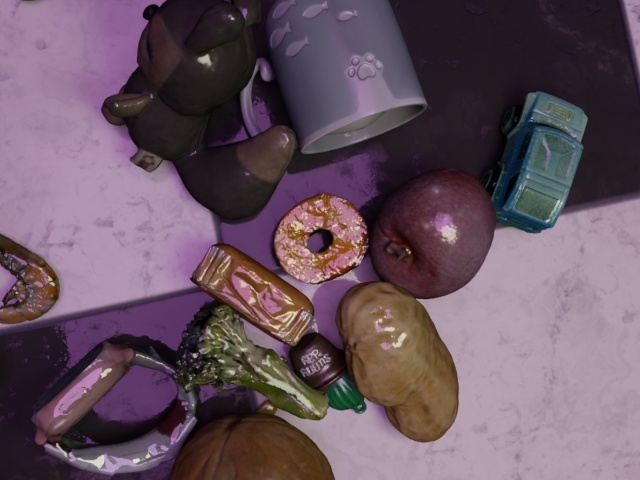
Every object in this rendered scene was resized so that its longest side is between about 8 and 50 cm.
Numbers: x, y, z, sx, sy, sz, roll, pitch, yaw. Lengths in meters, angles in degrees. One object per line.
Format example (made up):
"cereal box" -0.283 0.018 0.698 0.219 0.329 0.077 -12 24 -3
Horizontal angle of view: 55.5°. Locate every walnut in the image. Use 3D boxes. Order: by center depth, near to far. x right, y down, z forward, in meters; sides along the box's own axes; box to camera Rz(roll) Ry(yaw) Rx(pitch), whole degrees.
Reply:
"walnut" -0.115 0.475 1.081 0.332 0.333 0.333 0 87 -9

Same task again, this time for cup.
"cup" -0.004 -0.321 1.173 0.356 0.259 0.275 -18 89 22

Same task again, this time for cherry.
"cherry" 0.221 -0.018 1.174 0.221 0.261 0.307 37 46 10

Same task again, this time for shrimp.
"shrimp" -0.602 0.069 1.142 0.217 0.051 0.150 39 89 -9

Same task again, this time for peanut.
"peanut" 0.154 0.239 1.149 0.387 0.169 0.192 57 50 -28

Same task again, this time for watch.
"watch" -0.362 0.317 1.124 0.253 0.161 0.241 -44 106 -14

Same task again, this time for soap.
"soap" -0.124 0.357 1.217 0.089 0.012 0.034 -45 94 -8

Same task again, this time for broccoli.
"broccoli" -0.120 0.244 1.109 0.304 0.145 0.165 28 51 -4

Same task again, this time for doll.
"doll" -0.181 -0.265 1.110 0.378 0.382 0.252 37 41 -22

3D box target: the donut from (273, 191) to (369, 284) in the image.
"donut" -0.001 -0.001 1.225 0.190 0.074 0.174 -43 95 -4

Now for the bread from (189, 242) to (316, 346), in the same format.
"bread" -0.126 0.101 1.168 0.241 0.136 0.107 35 80 -7

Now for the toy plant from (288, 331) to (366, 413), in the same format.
"toy plant" 0.015 0.280 1.200 0.142 0.105 0.200 -33 104 -3

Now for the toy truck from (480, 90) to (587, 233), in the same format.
"toy truck" 0.445 -0.161 1.259 0.155 0.156 0.279 21 86 -7
